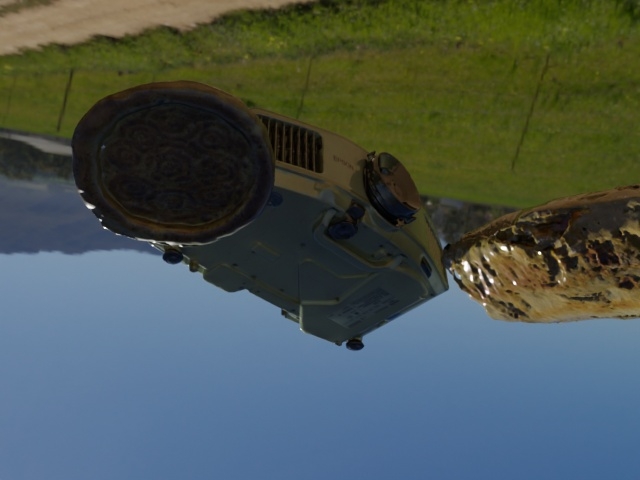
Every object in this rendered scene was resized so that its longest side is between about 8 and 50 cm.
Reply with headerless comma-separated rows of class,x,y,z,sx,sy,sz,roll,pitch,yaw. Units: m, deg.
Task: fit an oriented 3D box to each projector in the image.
projector,0.000,0.000,0.627,0.193,0.088,0.269,-34,132,30

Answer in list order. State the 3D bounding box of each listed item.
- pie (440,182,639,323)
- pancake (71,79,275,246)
pie,0.215,0.011,0.503,0.128,0.068,0.282,46,153,-17
pancake,-0.079,-0.038,0.375,0.115,0.115,0.011,8,-144,-19
